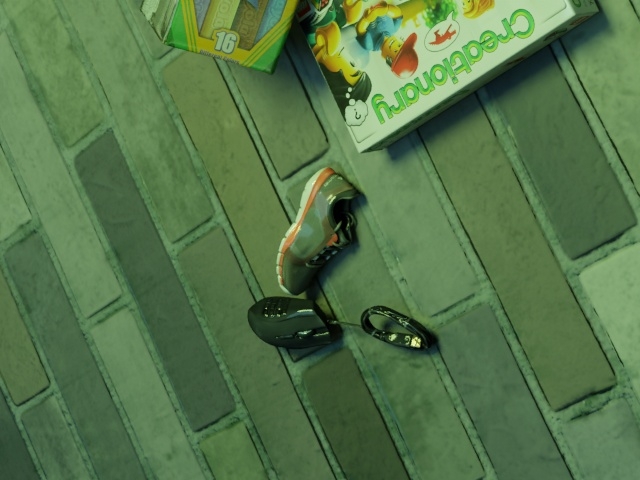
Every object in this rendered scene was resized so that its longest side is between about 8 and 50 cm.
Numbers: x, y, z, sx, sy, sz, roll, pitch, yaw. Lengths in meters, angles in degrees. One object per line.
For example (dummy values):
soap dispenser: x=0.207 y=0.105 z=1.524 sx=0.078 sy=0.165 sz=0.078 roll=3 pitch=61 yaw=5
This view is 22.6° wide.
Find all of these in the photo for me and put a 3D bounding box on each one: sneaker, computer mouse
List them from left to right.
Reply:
sneaker: x=0.000 y=0.000 z=1.786 sx=0.065 sy=0.061 sz=0.158 roll=29 pitch=117 yaw=24
computer mouse: x=0.015 y=0.103 z=1.791 sx=0.242 sy=0.041 sz=0.071 roll=2 pitch=130 yaw=36

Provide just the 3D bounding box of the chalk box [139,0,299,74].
chalk box: x=-0.088 y=-0.307 z=1.707 sx=0.213 sy=0.132 sz=0.132 roll=-68 pitch=24 yaw=17

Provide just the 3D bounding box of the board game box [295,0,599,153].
board game box: x=0.117 y=-0.242 z=1.641 sx=0.305 sy=0.053 sz=0.193 roll=-32 pitch=79 yaw=39
